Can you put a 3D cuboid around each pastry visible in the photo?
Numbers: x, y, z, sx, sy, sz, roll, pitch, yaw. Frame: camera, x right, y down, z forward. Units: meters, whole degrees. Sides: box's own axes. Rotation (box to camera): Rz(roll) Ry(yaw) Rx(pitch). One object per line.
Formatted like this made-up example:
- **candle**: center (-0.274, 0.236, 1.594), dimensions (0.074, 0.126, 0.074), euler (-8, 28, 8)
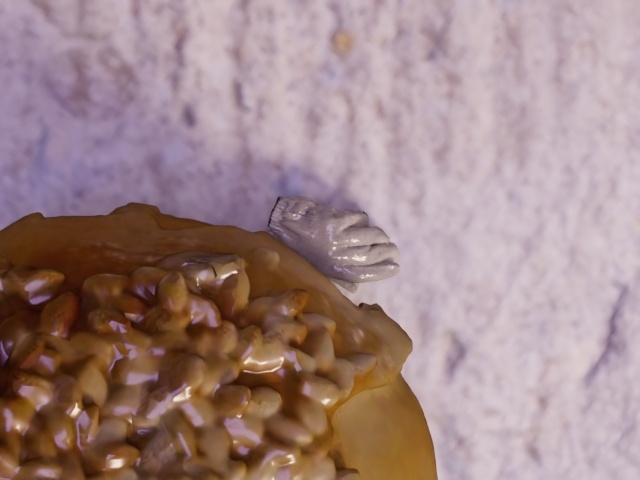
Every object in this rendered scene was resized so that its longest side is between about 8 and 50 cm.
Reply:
- **pastry**: center (-0.092, 0.137, 0.433), dimensions (0.284, 0.184, 0.316), euler (38, 90, -5)

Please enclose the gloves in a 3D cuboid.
- **gloves**: center (0.001, 0.002, 0.509), dimensions (0.081, 0.037, 0.044), euler (9, 128, -9)
